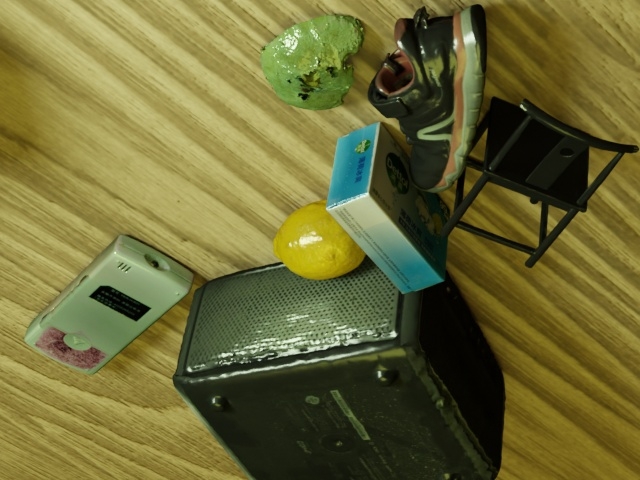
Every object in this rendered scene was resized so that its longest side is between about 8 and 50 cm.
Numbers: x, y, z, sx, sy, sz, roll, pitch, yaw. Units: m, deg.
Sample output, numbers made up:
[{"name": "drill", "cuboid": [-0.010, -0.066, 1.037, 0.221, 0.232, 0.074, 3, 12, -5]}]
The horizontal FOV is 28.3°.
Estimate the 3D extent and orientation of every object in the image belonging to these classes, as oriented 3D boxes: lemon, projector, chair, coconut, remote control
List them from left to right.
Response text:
[{"name": "remote control", "cuboid": [-0.350, 0.112, 2.060, 0.145, 0.050, 0.344, 31, 136, -22]}, {"name": "coconut", "cuboid": [-0.015, -0.216, 1.604, 0.133, 0.055, 0.158, 8, 138, 2]}, {"name": "lemon", "cuboid": [0.000, 0.000, 1.805, 0.155, 0.114, 0.114, -13, 134, 29]}, {"name": "projector", "cuboid": [0.042, 0.222, 1.952, 0.405, 0.242, 0.395, -11, 134, 22]}, {"name": "chair", "cuboid": [0.269, -0.101, 1.605, 0.154, 0.141, 0.260, 19, 140, -10]}]

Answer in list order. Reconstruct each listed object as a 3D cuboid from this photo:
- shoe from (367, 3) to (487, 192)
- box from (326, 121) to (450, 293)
[{"name": "shoe", "cuboid": [0.126, -0.169, 1.578, 0.137, 0.114, 0.291, 5, 137, -1]}, {"name": "box", "cuboid": [0.095, -0.042, 1.714, 0.073, 0.139, 0.194, -20, 131, 30]}]
